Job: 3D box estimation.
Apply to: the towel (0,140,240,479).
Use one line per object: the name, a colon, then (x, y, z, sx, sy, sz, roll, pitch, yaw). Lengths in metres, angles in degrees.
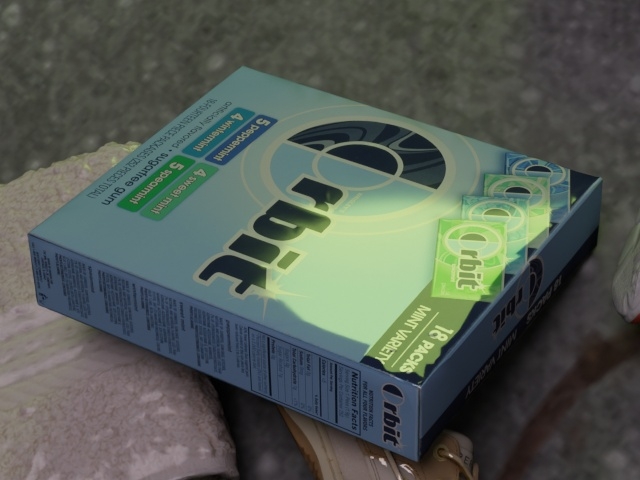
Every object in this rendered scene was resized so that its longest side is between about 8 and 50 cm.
towel: (-0.187, 0.071, 0.764, 0.282, 0.049, 0.187, -20, 59, 6)

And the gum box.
gum box: (0.000, 0.000, 0.709, 0.184, 0.041, 0.157, 21, 42, 26)

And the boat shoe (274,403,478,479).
boat shoe: (0.034, 0.093, 0.672, 0.059, 0.063, 0.170, -35, 57, 4)

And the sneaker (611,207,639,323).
sneaker: (0.172, -0.025, 0.709, 0.065, 0.061, 0.158, 23, 70, -2)
